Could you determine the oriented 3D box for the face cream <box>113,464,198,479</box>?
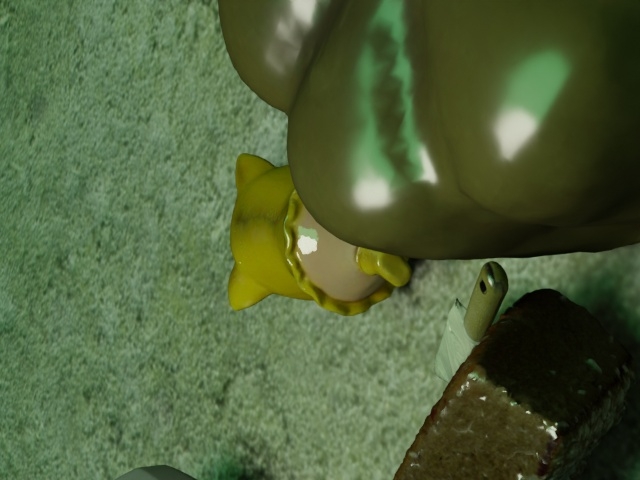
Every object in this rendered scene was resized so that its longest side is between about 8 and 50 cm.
[{"bbox_3d":[-0.132,0.420,1.371,0.357,0.220,0.312,54,131,40],"label":"face cream"}]

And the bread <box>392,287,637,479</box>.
[{"bbox_3d":[0.097,0.237,1.075,0.113,0.165,0.416,35,124,16],"label":"bread"}]

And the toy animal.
[{"bbox_3d":[0.000,-0.005,1.259,0.230,0.156,0.156,0,89,52],"label":"toy animal"}]

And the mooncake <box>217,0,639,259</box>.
[{"bbox_3d":[0.137,-0.210,0.956,0.467,0.262,0.466,-7,81,55],"label":"mooncake"}]

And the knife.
[{"bbox_3d":[0.113,0.066,1.087,0.047,0.017,0.298,63,170,18],"label":"knife"}]
